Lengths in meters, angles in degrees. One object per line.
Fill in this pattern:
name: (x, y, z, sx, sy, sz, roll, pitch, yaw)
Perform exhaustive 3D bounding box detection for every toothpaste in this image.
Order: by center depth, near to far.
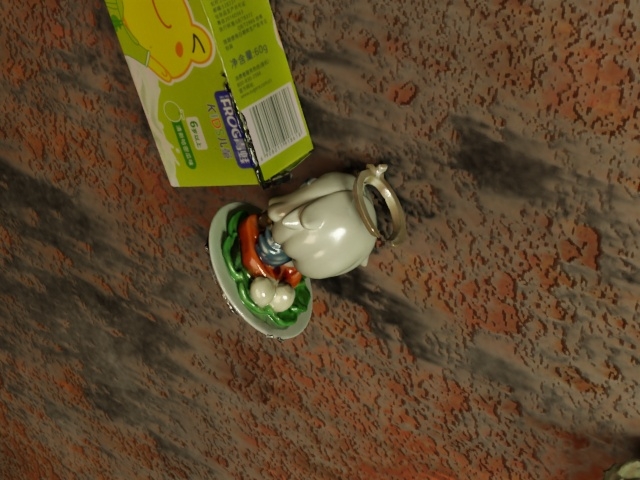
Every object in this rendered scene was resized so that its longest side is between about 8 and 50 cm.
toothpaste: (-0.109, -0.198, 0.903, 0.110, 0.077, 0.327, 1, 117, 40)

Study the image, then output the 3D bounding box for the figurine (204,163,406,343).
figurine: (0.000, 0.000, 0.930, 0.154, 0.132, 0.132, -29, 98, 31)

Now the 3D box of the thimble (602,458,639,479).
thimble: (0.293, 0.250, 0.833, 0.190, 0.137, 0.143, 13, 125, 45)
